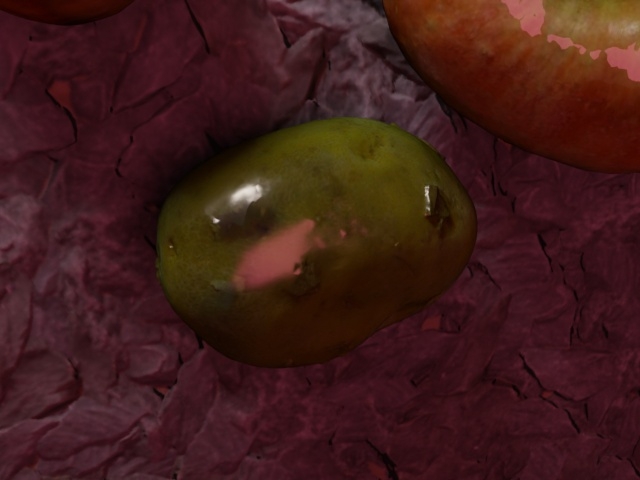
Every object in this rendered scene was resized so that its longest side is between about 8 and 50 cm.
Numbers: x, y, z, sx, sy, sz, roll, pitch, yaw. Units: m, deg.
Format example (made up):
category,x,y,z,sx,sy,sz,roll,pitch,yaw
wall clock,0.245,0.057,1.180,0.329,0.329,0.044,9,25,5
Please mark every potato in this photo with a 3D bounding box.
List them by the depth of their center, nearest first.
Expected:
category,x,y,z,sx,sy,sz,roll,pitch,yaw
potato,0.000,0.000,0.626,0.253,0.148,0.186,0,126,-30

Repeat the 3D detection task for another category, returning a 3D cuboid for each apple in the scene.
category,x,y,z,sx,sy,sz,roll,pitch,yaw
apple,0.186,-0.192,0.578,0.277,0.250,0.309,-37,98,13

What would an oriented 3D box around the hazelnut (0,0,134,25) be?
category,x,y,z,sx,sy,sz,roll,pitch,yaw
hazelnut,-0.152,-0.212,0.468,0.182,0.182,0.182,-7,113,-18
